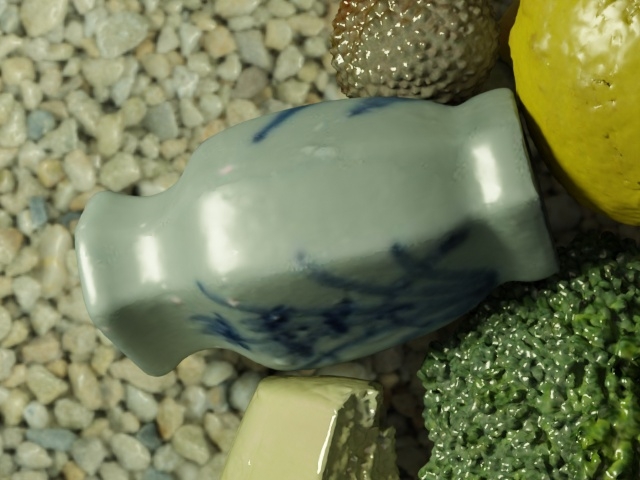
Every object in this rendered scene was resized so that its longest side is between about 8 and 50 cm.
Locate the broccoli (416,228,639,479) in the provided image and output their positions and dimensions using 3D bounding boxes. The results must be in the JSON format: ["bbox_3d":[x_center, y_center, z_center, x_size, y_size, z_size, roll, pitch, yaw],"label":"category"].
[{"bbox_3d":[0.229,0.193,1.048,0.277,0.338,0.317,-14,118,29],"label":"broccoli"}]

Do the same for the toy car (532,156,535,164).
[{"bbox_3d":[0.147,-0.054,1.137,0.142,0.055,0.069,-28,93,15],"label":"toy car"}]

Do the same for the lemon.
[{"bbox_3d":[0.289,-0.148,0.954,0.261,0.260,0.283,4,101,0],"label":"lemon"}]

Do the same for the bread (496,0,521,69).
[{"bbox_3d":[0.312,-0.260,1.133,0.167,0.163,0.264,45,124,-4],"label":"bread"}]

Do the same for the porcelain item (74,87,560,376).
[{"bbox_3d":[0.000,0.000,1.034,0.405,0.242,0.178,-13,54,13],"label":"porcelain item"}]

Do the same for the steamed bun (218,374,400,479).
[{"bbox_3d":[0.009,0.236,1.097,0.170,0.200,0.225,18,92,-41],"label":"steamed bun"}]

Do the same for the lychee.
[{"bbox_3d":[0.098,-0.201,1.075,0.197,0.165,0.165,-38,93,-5],"label":"lychee"}]
